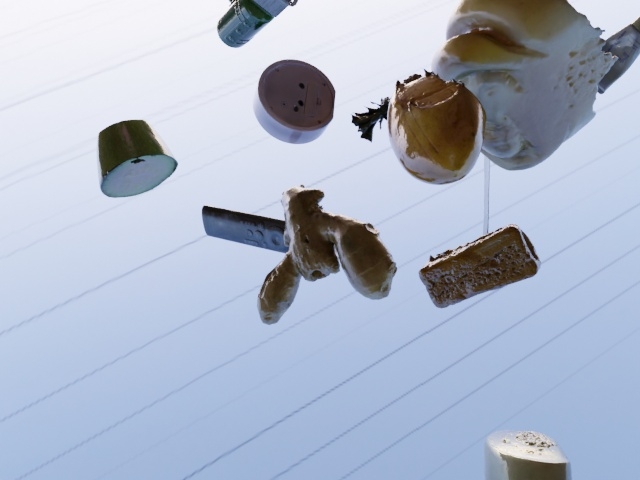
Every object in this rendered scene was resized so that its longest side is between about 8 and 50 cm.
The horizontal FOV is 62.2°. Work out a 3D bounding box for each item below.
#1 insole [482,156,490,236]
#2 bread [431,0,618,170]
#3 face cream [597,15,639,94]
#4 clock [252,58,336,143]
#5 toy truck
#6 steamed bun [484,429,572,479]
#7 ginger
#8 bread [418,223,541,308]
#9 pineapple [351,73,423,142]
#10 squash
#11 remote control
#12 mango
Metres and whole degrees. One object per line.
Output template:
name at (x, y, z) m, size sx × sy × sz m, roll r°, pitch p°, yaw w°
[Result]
insole at (0.421, -0.151, 1.346) m, size 0.007 × 0.109 × 0.322 m, roll 2°, pitch -97°, yaw 11°
bread at (0.410, -0.319, 1.097) m, size 0.329 × 0.424 × 0.245 m, roll 13°, pitch -109°, yaw 37°
face cream at (0.866, -0.544, 1.536) m, size 0.070 × 0.224 × 0.114 m, roll -8°, pitch -122°, yaw -49°
clock at (-0.061, -0.333, 1.275) m, size 0.197 × 0.068 × 0.197 m, roll 6°, pitch -110°, yaw -18°
toy truck at (-0.140, -0.510, 1.146) m, size 0.242 × 0.101 × 0.125 m, roll -10°, pitch -125°, yaw 56°
steamed bun at (0.421, 0.507, 1.104) m, size 0.155 × 0.250 × 0.200 m, roll 2°, pitch -96°, yaw 10°
ginger at (-0.001, -0.008, 1.194) m, size 0.363 × 0.122 × 0.348 m, roll -24°, pitch -121°, yaw 41°
bread at (0.361, 0.060, 1.233) m, size 0.077 × 0.271 × 0.139 m, roll -21°, pitch -98°, yaw -52°
pineapple at (0.238, -0.441, 1.777) m, size 0.277 × 0.119 × 0.130 m, roll -29°, pitch -95°, yaw 10°
squash at (-0.400, -0.178, 1.132) m, size 0.170 × 0.170 × 0.123 m, roll -20°, pitch -99°, yaw -11°
remote control at (-0.185, -0.027, 1.542) m, size 0.377 × 0.107 × 0.044 m, roll 12°, pitch -142°, yaw 27°
mango at (0.185, -0.175, 0.845) m, size 0.154 × 0.126 × 0.252 m, roll -40°, pitch -147°, yaw 22°
